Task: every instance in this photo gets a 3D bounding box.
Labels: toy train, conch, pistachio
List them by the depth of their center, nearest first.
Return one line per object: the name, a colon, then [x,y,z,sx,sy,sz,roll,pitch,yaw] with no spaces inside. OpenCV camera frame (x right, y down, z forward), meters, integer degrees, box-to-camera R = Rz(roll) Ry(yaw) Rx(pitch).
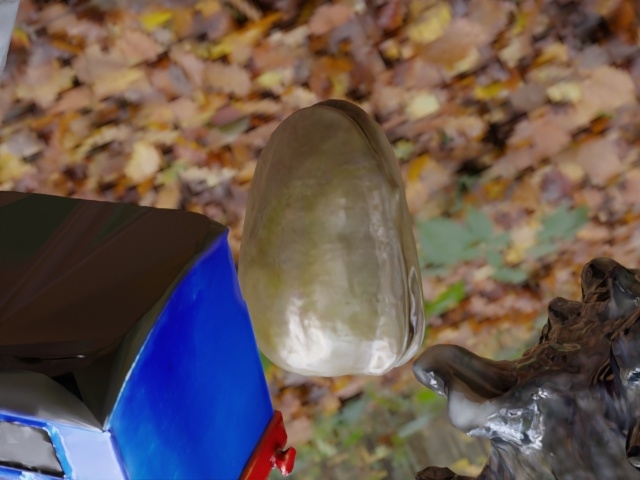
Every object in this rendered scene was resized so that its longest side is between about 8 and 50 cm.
toy train: [-0.116,0.049,0.436,0.204,0.131,0.082,7,-137,21]
conch: [0.140,0.122,0.551,0.186,0.240,0.313,-3,128,-14]
pistachio: [0.000,0.000,1.350,0.213,0.260,0.163,5,-168,38]

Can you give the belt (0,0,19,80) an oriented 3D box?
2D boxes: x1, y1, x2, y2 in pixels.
belt: [-0.326,-0.105,0.857,0.347,0.212,0.117,-45,168,-39]
